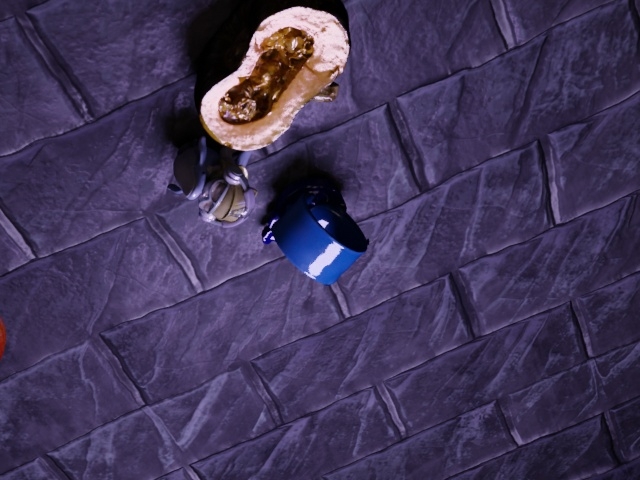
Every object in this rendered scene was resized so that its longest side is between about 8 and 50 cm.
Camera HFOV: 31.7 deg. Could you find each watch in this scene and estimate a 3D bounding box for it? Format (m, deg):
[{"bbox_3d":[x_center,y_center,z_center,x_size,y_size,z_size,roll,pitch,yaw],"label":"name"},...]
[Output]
[{"bbox_3d":[-0.002,-0.007,2.180,0.196,0.200,0.171,20,118,-29],"label":"watch"}]

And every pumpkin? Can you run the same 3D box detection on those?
[{"bbox_3d":[-0.070,-0.296,1.937,0.222,0.139,0.317,26,117,-33],"label":"pumpkin"}]

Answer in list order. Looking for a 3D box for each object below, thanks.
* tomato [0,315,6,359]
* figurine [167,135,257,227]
[{"bbox_3d":[-0.709,0.182,2.103,0.232,0.188,0.232,-10,139,-9],"label":"tomato"},{"bbox_3d":[-0.185,-0.109,2.048,0.128,0.184,0.208,-53,169,28],"label":"figurine"}]
